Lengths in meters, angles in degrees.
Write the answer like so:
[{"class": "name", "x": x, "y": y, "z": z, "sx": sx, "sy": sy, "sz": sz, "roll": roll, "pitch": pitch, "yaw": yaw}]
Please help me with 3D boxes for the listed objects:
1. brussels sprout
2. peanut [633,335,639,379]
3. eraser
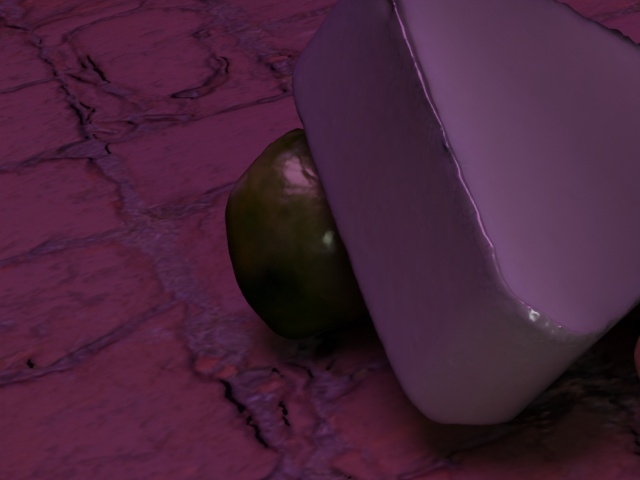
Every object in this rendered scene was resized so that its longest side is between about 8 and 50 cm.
[{"class": "brussels sprout", "x": -0.004, "y": 0.000, "z": 1.296, "sx": 0.149, "sy": 0.151, "sz": 0.122, "roll": -36, "pitch": 8, "yaw": 43}, {"class": "peanut", "x": 0.352, "y": 0.026, "z": 1.126, "sx": 0.340, "sy": 0.174, "sz": 0.158, "roll": -14, "pitch": -9, "yaw": -9}, {"class": "eraser", "x": 0.118, "y": -0.063, "z": 1.219, "sx": 0.331, "sy": 0.331, "sz": 0.150, "roll": -37, "pitch": -7, "yaw": -44}]
